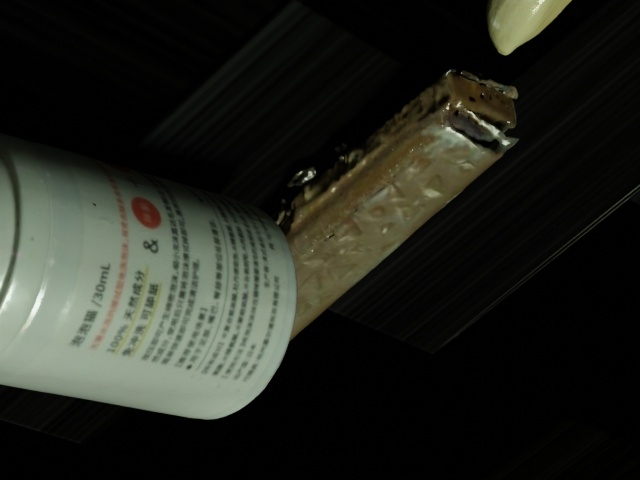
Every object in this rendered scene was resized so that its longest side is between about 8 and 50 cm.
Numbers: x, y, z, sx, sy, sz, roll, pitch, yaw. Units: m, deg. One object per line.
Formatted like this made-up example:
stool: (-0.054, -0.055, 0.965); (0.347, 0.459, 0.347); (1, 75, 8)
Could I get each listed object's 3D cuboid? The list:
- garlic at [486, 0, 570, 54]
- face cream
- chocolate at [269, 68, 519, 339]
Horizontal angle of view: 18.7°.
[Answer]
garlic: (0.135, -0.154, 1.212); (0.083, 0.041, 0.053); (-40, 148, 7)
face cream: (-0.193, 0.009, 1.136); (0.369, 0.145, 0.145); (15, 128, -41)
chocolate: (0.004, 0.005, 1.315); (0.102, 0.065, 0.329); (18, 128, -45)
